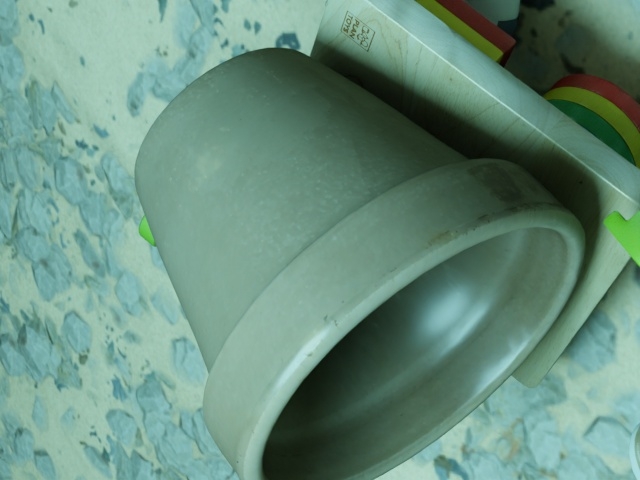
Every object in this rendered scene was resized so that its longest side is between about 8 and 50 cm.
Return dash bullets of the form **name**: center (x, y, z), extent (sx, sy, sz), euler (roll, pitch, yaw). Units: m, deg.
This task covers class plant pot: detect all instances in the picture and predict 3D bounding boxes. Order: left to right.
- **plant pot**: center (0.000, 0.000, 1.075), extent (0.229, 0.263, 0.263), euler (52, 135, 25)

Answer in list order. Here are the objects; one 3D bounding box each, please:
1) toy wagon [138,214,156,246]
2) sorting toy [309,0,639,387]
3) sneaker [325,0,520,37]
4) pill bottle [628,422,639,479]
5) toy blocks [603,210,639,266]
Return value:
- **toy wagon**: center (-0.029, 0.044, 1.352), extent (0.267, 0.068, 0.344), euler (40, 163, 8)
- **sorting toy**: center (0.109, -0.055, 1.174), extent (0.255, 0.089, 0.257), euler (38, 150, 10)
- **sneaker**: center (0.036, -0.193, 1.239), extent (0.258, 0.094, 0.091), euler (13, 111, 41)
- **pill bottle**: center (0.275, 0.136, 1.150), extent (0.120, 0.067, 0.067), euler (-35, 80, 47)
- **toy blocks**: center (0.369, 0.043, 0.896), extent (0.261, 0.190, 0.381), euler (-42, 49, 9)
